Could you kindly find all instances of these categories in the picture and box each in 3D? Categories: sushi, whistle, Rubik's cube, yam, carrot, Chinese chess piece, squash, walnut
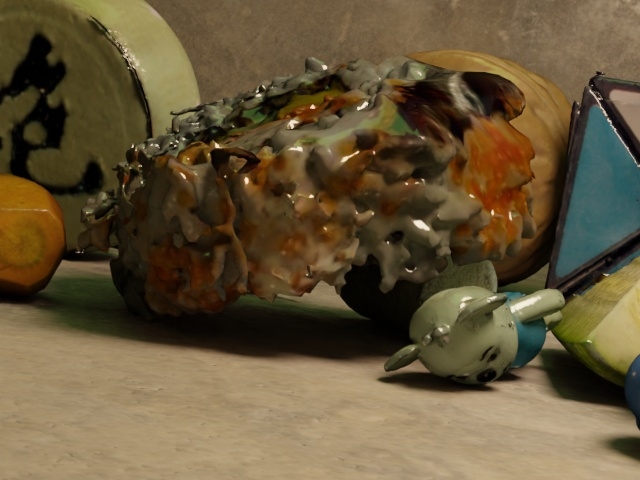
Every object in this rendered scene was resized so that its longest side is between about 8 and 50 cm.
[{"bbox_3d":[-0.021,-0.047,1.129,0.417,0.176,0.417,-13,16,4],"label":"sushi"},{"bbox_3d":[0.142,0.076,1.016,0.114,0.077,0.235,-38,-19,25],"label":"whistle"},{"bbox_3d":[0.482,-0.027,1.589,0.307,0.305,0.310,12,3,26],"label":"Rubik's cube"},{"bbox_3d":[0.096,0.041,1.222,0.107,0.107,0.194,6,5,-23],"label":"yam"},{"bbox_3d":[-0.325,-0.013,1.212,0.114,0.114,0.302,5,4,-28],"label":"carrot"},{"bbox_3d":[-0.318,-0.153,1.525,0.349,0.349,0.146,9,19,19],"label":"Chinese chess piece"},{"bbox_3d":[0.313,0.065,1.093,0.203,0.111,0.288,-35,-3,2],"label":"squash"},{"bbox_3d":[0.181,-0.089,1.717,0.381,0.381,0.381,7,4,0],"label":"walnut"}]

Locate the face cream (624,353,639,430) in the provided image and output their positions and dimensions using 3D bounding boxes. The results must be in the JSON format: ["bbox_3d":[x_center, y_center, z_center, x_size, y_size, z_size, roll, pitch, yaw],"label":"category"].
[{"bbox_3d":[0.313,0.111,0.762,0.264,0.083,0.149,10,0,37],"label":"face cream"}]
